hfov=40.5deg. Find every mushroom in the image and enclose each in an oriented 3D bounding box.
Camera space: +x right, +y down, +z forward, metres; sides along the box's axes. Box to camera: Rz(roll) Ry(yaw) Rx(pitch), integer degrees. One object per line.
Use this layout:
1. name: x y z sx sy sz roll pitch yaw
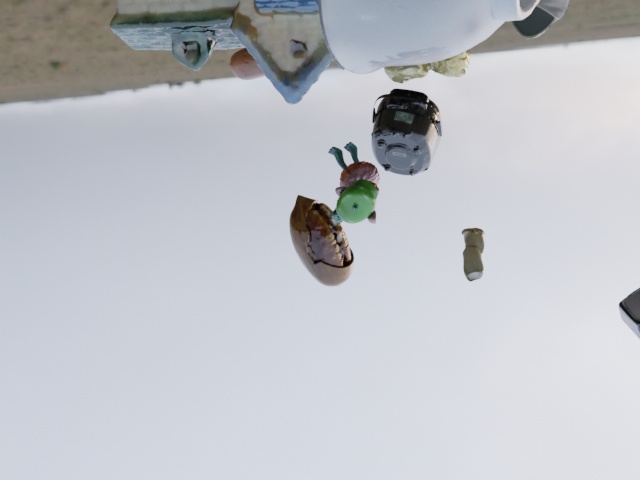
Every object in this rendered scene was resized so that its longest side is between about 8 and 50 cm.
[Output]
1. mushroom: 0.399 0.034 2.274 0.059 0.054 0.202 -15 -147 22

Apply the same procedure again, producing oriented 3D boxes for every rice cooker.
1. rice cooker: 0.168 -0.211 1.709 0.142 0.118 0.203 11 153 14

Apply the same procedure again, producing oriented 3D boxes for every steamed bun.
1. steamed bun: 0.197 -0.369 1.681 0.177 0.106 0.192 -4 -146 4

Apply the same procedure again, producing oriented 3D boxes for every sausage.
1. sausage: -0.108 -0.396 1.880 0.197 0.076 0.076 -5 -171 33

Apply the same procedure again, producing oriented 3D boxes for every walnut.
1. walnut: 0.000 0.000 1.747 0.116 0.207 0.116 -24 -168 5

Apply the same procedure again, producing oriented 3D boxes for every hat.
1. hat: 0.422 -0.568 1.859 0.232 0.161 0.275 38 -178 -40

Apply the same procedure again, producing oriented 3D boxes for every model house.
1. model house: -0.121 -0.390 1.302 0.382 0.343 0.334 3 -145 5

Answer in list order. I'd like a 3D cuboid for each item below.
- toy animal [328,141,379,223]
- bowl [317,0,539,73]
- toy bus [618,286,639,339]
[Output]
1. toy animal: 0.052 -0.088 1.487 0.100 0.103 0.208 35 -158 -25
2. bowl: 0.148 -0.307 0.856 0.157 0.345 0.345 24 -158 20
3. toy bus: 0.574 0.190 1.322 0.090 0.274 0.112 -33 148 3
